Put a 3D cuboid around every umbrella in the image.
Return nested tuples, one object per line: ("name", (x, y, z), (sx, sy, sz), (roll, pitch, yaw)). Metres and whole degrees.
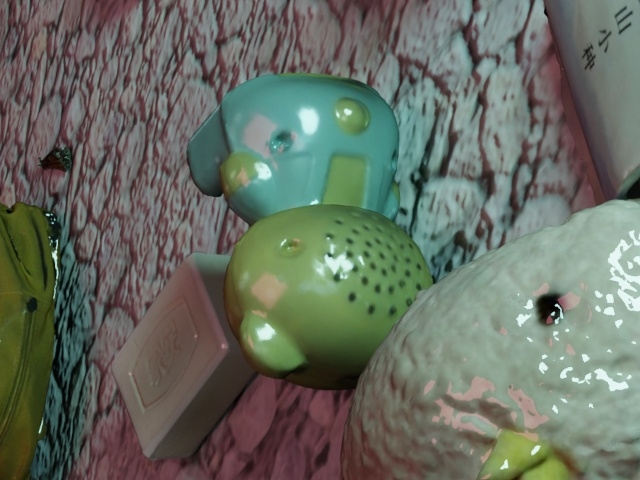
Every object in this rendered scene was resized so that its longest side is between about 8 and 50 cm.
("umbrella", (-0.313, -0.094, 1.918), (0.083, 0.020, 0.031), (-11, 114, 54))

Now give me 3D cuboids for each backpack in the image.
("backpack", (-0.420, 0.127, 1.873), (0.353, 0.201, 0.378), (-55, 40, 40))

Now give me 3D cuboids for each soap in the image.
("soap", (-0.126, 0.113, 1.574), (0.183, 0.064, 0.121), (-54, 46, 36))

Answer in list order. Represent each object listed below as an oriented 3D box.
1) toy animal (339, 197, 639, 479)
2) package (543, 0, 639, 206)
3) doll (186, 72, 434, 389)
("toy animal", (0.126, 0.132, 1.104), (0.358, 0.188, 0.226), (-47, 42, 40))
("package", (0.215, -0.141, 1.101), (0.251, 0.062, 0.204), (110, 153, -64))
("doll", (0.000, 0.000, 1.323), (0.161, 0.177, 0.260), (-40, 48, 45))
